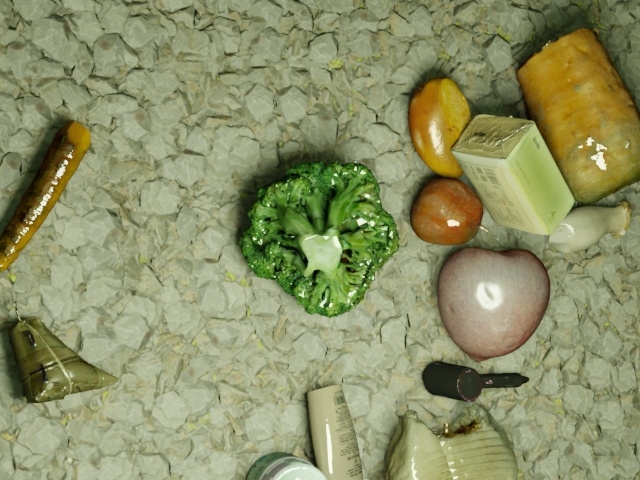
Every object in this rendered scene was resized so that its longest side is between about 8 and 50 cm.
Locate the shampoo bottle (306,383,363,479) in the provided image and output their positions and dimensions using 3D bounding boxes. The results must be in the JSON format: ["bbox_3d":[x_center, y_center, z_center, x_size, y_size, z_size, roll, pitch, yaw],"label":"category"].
[{"bbox_3d":[0.033,0.413,1.857,0.078,0.127,0.256,-17,80,25],"label":"shampoo bottle"}]

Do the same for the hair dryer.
[{"bbox_3d":[0.336,0.287,1.986,0.248,0.114,0.070,2,90,-37],"label":"hair dryer"}]

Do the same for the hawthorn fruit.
[{"bbox_3d":[0.273,-0.062,1.946,0.149,0.189,0.149,6,83,-56],"label":"hawthorn fruit"}]

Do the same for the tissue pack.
[{"bbox_3d":[0.396,-0.136,1.956,0.125,0.159,0.234,-51,126,-18],"label":"tissue pack"}]

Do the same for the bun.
[{"bbox_3d":[0.246,0.464,1.871,0.282,0.205,0.281,7,68,-18],"label":"bun"}]

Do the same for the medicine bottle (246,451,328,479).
[{"bbox_3d":[-0.060,0.470,1.787,0.135,0.168,0.135,2,84,-18],"label":"medicine bottle"}]

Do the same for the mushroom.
[{"bbox_3d":[0.591,-0.030,2.088,0.213,0.088,0.097,-13,98,-24],"label":"mushroom"}]

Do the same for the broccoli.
[{"bbox_3d":[0.000,0.000,1.813,0.308,0.275,0.307,-1,108,-4],"label":"broccoli"}]

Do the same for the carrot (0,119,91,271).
[{"bbox_3d":[-0.520,-0.078,1.755,0.066,0.066,0.314,31,77,-12],"label":"carrot"}]

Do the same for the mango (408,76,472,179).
[{"bbox_3d":[0.253,-0.231,1.999,0.141,0.102,0.217,-21,96,-44],"label":"mango"}]

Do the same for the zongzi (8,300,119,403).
[{"bbox_3d":[-0.474,0.196,1.750,0.178,0.081,0.189,-10,72,-39],"label":"zongzi"}]

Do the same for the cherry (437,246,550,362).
[{"bbox_3d":[0.353,0.127,1.934,0.239,0.206,0.239,7,76,-28],"label":"cherry"}]

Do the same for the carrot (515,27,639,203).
[{"bbox_3d":[0.562,-0.258,2.037,0.224,0.224,0.340,-24,84,-18],"label":"carrot"}]
